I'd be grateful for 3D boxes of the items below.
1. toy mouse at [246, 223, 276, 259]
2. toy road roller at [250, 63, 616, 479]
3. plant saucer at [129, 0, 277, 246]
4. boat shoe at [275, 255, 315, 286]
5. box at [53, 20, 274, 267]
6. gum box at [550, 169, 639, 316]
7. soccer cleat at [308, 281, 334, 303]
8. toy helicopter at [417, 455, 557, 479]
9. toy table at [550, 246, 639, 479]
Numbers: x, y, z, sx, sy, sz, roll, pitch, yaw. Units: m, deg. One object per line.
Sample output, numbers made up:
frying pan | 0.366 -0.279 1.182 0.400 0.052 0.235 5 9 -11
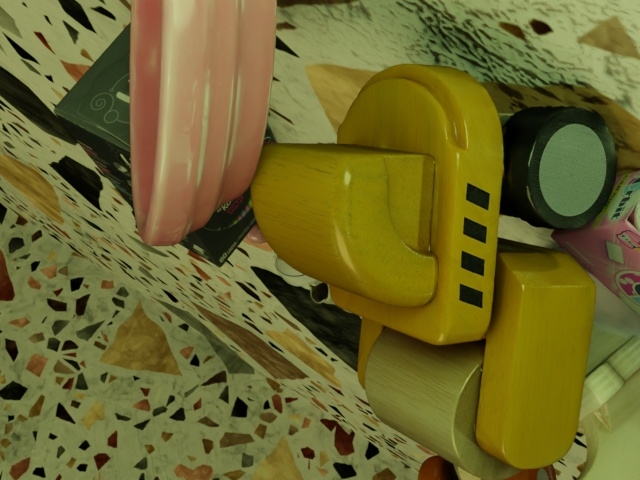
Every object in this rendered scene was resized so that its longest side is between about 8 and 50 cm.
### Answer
toy mouse | -0.109 -0.049 1.387 0.143 0.031 0.160 23 134 60
toy road roller | 0.071 0.025 0.769 0.241 0.329 0.202 -2 -170 -31
plant saucer | -0.099 -0.161 0.749 0.084 0.331 0.332 1 171 -15
boat shoe | 0.000 0.000 1.314 0.084 0.095 0.258 46 151 -19
box | -0.169 -0.115 1.166 0.143 0.165 0.270 27 162 28
gum box | 0.302 0.027 0.801 0.188 0.062 0.107 40 163 -11
soccer cleat | 0.017 0.074 1.482 0.068 0.076 0.196 28 162 25
toy helicopter | 0.188 0.149 1.130 0.140 0.235 0.354 -16 96 35
toy table | 0.261 0.151 0.926 0.274 0.161 0.252 44 150 25
